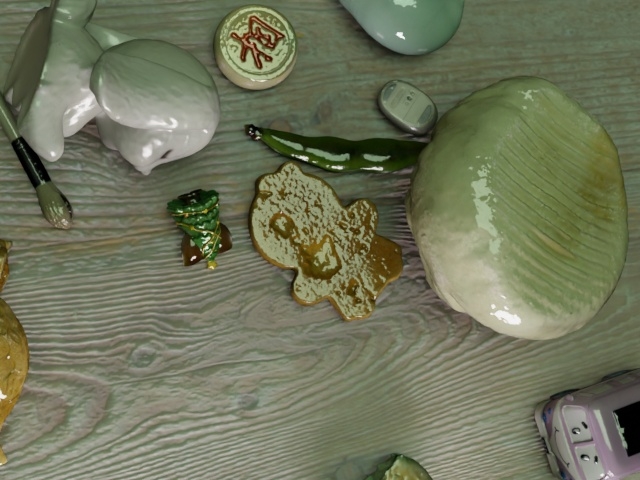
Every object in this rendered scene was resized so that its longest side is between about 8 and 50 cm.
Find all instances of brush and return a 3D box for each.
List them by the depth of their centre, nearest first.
[{"bbox_3d":[-0.409,-0.147,1.482,0.039,0.042,0.299,-28,90,-11],"label":"brush"}]

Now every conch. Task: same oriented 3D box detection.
[{"bbox_3d":[0.114,-0.376,1.623,0.221,0.121,0.185,36,46,-4],"label":"conch"}]

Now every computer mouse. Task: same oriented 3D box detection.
[{"bbox_3d":[0.128,-0.194,1.634,0.096,0.039,0.066,34,76,-1],"label":"computer mouse"}]

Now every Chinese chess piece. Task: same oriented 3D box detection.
[{"bbox_3d":[-0.092,-0.275,1.577,0.122,0.051,0.122,2,84,-15],"label":"Chinese chess piece"}]

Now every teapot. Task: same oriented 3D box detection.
[{"bbox_3d":[-0.469,0.150,1.329,0.203,0.167,0.311,-25,114,14],"label":"teapot"}]

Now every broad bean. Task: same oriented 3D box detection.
[{"bbox_3d":[0.035,-0.126,1.599,0.298,0.043,0.060,4,73,-14],"label":"broad bean"}]

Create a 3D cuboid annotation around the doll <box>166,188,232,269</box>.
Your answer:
[{"bbox_3d":[-0.159,-0.015,1.515,0.078,0.077,0.113,-23,91,-25],"label":"doll"}]

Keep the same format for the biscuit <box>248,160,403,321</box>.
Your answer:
[{"bbox_3d":[-0.001,0.000,1.578,0.249,0.035,0.184,37,75,-8],"label":"biscuit"}]

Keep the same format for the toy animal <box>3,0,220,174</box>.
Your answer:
[{"bbox_3d":[-0.254,-0.195,1.441,0.265,0.271,0.206,16,105,-26],"label":"toy animal"}]

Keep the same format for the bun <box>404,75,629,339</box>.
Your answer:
[{"bbox_3d":[0.266,-0.037,1.561,0.365,0.219,0.365,5,82,-34],"label":"bun"}]

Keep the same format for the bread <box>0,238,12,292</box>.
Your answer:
[{"bbox_3d":[-0.479,0.052,1.413,0.147,0.127,0.152,17,96,-13],"label":"bread"}]

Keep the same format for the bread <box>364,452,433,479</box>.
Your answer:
[{"bbox_3d":[0.083,0.414,1.537,0.173,0.064,0.232,0,82,-15],"label":"bread"}]

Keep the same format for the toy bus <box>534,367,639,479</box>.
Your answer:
[{"bbox_3d":[0.430,0.267,1.608,0.203,0.142,0.142,-17,88,-17],"label":"toy bus"}]
